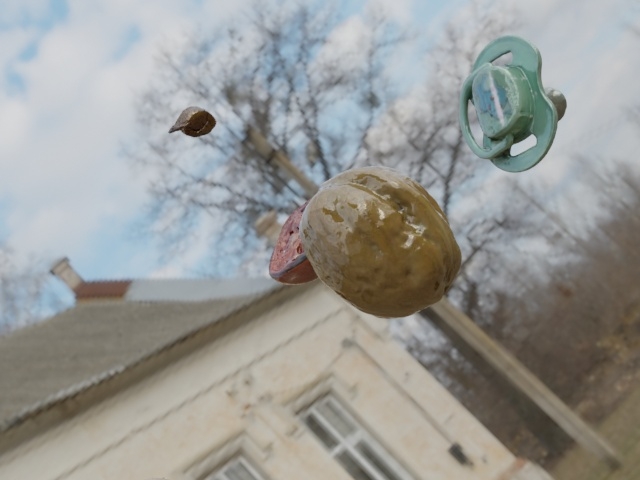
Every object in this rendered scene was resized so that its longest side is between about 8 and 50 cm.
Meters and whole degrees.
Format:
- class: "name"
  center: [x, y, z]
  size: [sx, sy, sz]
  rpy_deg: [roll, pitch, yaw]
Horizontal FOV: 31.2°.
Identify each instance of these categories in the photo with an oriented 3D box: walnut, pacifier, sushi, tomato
- class: "walnut"
  center: [0.059, 0.002, 1.142]
  size: [0.166, 0.166, 0.149]
  rpy_deg: [-28, -20, -49]
- class: "pacifier"
  center: [0.217, -0.144, 1.246]
  size: [0.117, 0.150, 0.127]
  rpy_deg: [-1, -25, -42]
- class: "sushi"
  center: [-0.212, -0.202, 1.941]
  size: [0.099, 0.047, 0.050]
  rpy_deg: [-7, -71, -47]
- class: "tomato"
  center: [0.003, 0.002, 1.900]
  size: [0.174, 0.082, 0.166]
  rpy_deg: [-29, 32, 37]

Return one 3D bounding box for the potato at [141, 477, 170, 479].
- class: "potato"
  center: [-0.235, 0.434, 1.724]
  size: [0.234, 0.150, 0.146]
  rpy_deg: [-6, 69, 59]
